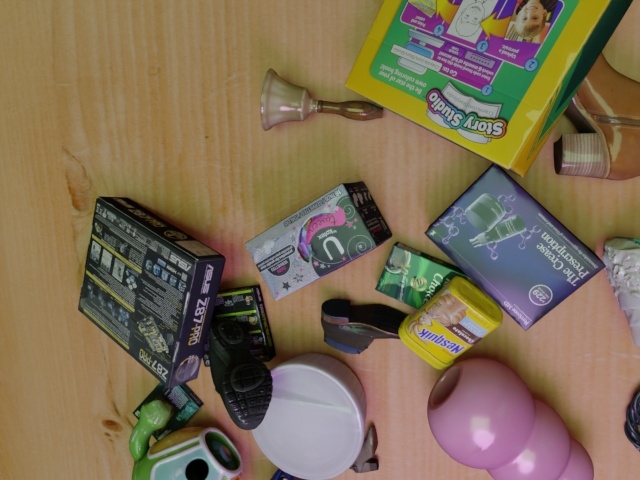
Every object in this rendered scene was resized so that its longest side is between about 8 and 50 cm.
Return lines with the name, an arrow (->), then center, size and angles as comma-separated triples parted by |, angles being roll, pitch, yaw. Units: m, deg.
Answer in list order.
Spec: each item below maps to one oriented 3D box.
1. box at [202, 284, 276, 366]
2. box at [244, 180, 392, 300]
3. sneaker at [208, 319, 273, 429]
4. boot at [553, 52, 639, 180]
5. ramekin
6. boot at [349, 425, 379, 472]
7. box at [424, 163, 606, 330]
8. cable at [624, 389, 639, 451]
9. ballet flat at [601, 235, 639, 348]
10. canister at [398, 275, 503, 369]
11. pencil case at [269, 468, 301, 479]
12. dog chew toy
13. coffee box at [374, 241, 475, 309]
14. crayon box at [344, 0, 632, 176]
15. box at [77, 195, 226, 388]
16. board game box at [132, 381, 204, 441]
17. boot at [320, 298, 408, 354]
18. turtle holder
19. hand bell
box -> -0.218, 0.210, 1.168 | 0.190, 0.045, 0.184 | -11, 94, 21
box -> 0.000, 0.000, 0.990 | 0.247, 0.163, 0.142 | -31, 88, 21
sneaker -> -0.182, 0.302, 1.042 | 0.109, 0.286, 0.130 | 5, 118, -24
boot -> 0.520, -0.245, 0.806 | 0.220, 0.109, 0.283 | -1, 89, 11
ramekin -> -0.018, 0.383, 1.087 | 0.272, 0.127, 0.273 | 4, 101, 19
boot -> 0.090, 0.487, 1.117 | 0.087, 0.042, 0.118 | -3, 93, 26
box -> 0.358, 0.008, 0.907 | 0.261, 0.103, 0.184 | 44, 113, 7
cable -> 0.660, 0.329, 0.896 | 0.150, 0.047, 0.185 | 6, 104, 23
ballet flat -> 0.626, 0.170, 0.809 | 0.409, 0.147, 0.147 | 44, 110, 7
canister -> 0.251, 0.161, 0.933 | 0.126, 0.073, 0.170 | 38, 128, 1
pencil case -> -0.009, 0.661, 1.136 | 0.306, 0.119, 0.133 | 31, 131, 10
dog chew toy -> 0.374, 0.378, 0.923 | 0.332, 0.206, 0.207 | 36, 109, 1
coffee box -> 0.219, 0.088, 0.998 | 0.184, 0.040, 0.113 | 25, 107, 13
crayon box -> 0.261, -0.333, 0.820 | 0.363, 0.106, 0.313 | 38, 112, 30
box -> -0.415, 0.108, 1.133 | 0.395, 0.097, 0.318 | 25, 106, 31
board game box -> -0.411, 0.452, 1.286 | 0.126, 0.026, 0.186 | 46, 110, 6
boot -> 0.106, 0.199, 1.055 | 0.219, 0.082, 0.106 | 13, 127, 9
turtle holder -> -0.332, 0.567, 1.193 | 0.227, 0.243, 0.320 | -46, 49, 7
hand bell -> 0.009, -0.276, 0.988 | 0.242, 0.126, 0.126 | 8, 102, 4
